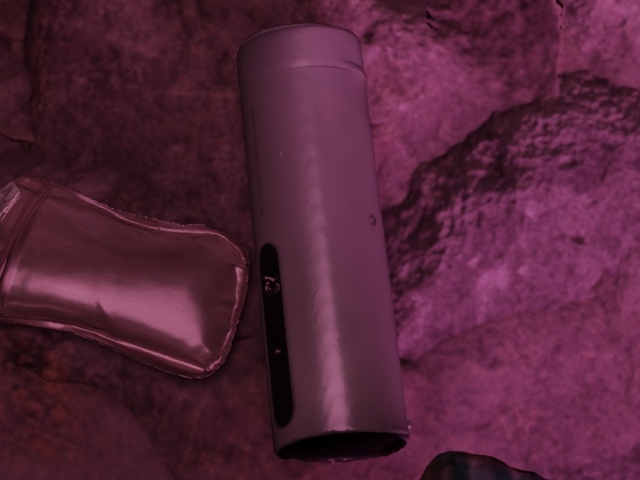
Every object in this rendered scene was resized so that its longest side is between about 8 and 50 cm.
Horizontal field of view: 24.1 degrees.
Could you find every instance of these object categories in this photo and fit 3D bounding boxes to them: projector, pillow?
[{"bbox_3d":[0.000,0.000,1.178,0.108,0.108,0.338,-6,72,1],"label":"projector"},{"bbox_3d":[-0.173,0.027,1.213,0.232,0.038,0.131,15,71,7],"label":"pillow"}]

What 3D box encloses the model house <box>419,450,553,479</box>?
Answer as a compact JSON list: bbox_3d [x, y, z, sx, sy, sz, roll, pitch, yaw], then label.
[{"bbox_3d":[0.061,0.380,0.873,0.400,0.395,0.445,-10,62,17],"label":"model house"}]
